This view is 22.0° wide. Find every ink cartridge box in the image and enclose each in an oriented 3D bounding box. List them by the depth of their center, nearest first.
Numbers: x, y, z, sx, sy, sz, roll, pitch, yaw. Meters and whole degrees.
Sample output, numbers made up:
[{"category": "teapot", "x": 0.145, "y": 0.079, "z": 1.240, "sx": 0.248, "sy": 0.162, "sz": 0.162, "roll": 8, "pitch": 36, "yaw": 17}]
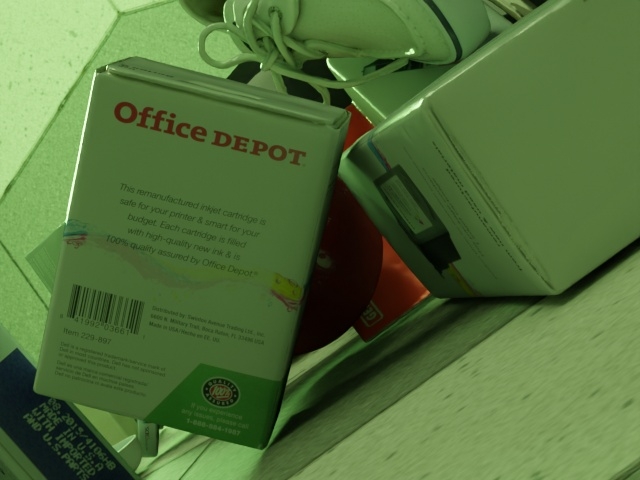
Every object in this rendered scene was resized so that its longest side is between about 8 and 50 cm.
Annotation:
[{"category": "ink cartridge box", "x": 0.150, "y": -0.076, "z": 0.981, "sx": 0.226, "sy": 0.131, "sz": 0.306, "roll": -36, "pitch": 1, "yaw": -7}, {"category": "ink cartridge box", "x": -0.080, "y": 0.004, "z": 1.039, "sx": 0.093, "sy": 0.154, "sz": 0.212, "roll": -63, "pitch": -14, "yaw": -75}, {"category": "ink cartridge box", "x": -0.288, "y": 0.096, "z": 1.193, "sx": 0.071, "sy": 0.324, "sz": 0.330, "roll": -44, "pitch": 7, "yaw": -23}, {"category": "ink cartridge box", "x": 0.069, "y": -0.074, "z": 1.264, "sx": 0.239, "sy": 0.060, "sz": 0.275, "roll": -34, "pitch": 36, "yaw": -3}]

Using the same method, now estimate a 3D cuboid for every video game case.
[{"category": "video game case", "x": -0.145, "y": 0.078, "z": 1.386, "sx": 0.019, "sy": 0.143, "sz": 0.157, "roll": 0, "pitch": 37, "yaw": -4}]

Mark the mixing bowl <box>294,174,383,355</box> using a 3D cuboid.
[{"category": "mixing bowl", "x": -0.020, "y": 0.013, "z": 1.183, "sx": 0.181, "sy": 0.098, "sz": 0.181, "roll": -33, "pitch": 44, "yaw": 38}]

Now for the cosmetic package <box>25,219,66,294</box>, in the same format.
[{"category": "cosmetic package", "x": -0.232, "y": 0.015, "z": 1.852, "sx": 0.107, "sy": 0.127, "sz": 0.238, "roll": -36, "pitch": 5, "yaw": -32}]

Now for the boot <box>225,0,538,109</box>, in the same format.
[{"category": "boot", "x": 0.054, "y": -0.127, "z": 1.528, "sx": 0.284, "sy": 0.377, "sz": 0.138, "roll": -50, "pitch": -38, "yaw": -7}]

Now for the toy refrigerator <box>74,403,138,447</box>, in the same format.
[{"category": "toy refrigerator", "x": -0.295, "y": 0.226, "z": 1.501, "sx": 0.269, "sy": 0.094, "sz": 0.102, "roll": -34, "pitch": 2, "yaw": 3}]

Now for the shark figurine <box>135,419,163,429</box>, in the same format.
[{"category": "shark figurine", "x": -0.103, "y": 0.046, "z": 1.536, "sx": 0.278, "sy": 0.166, "sz": 0.116, "roll": -36, "pitch": 4, "yaw": -25}]

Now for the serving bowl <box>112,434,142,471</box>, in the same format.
[{"category": "serving bowl", "x": -0.177, "y": 0.193, "z": 1.336, "sx": 0.083, "sy": 0.027, "sz": 0.083, "roll": -35, "pitch": 3, "yaw": 2}]

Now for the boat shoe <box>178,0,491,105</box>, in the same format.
[{"category": "boat shoe", "x": -0.021, "y": -0.178, "z": 1.289, "sx": 0.156, "sy": 0.136, "sz": 0.367, "roll": -42, "pitch": 34, "yaw": -12}]

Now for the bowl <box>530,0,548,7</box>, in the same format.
[{"category": "bowl", "x": 0.165, "y": -0.197, "z": 1.732, "sx": 0.391, "sy": 0.077, "sz": 0.391, "roll": -21, "pitch": 30, "yaw": 13}]
